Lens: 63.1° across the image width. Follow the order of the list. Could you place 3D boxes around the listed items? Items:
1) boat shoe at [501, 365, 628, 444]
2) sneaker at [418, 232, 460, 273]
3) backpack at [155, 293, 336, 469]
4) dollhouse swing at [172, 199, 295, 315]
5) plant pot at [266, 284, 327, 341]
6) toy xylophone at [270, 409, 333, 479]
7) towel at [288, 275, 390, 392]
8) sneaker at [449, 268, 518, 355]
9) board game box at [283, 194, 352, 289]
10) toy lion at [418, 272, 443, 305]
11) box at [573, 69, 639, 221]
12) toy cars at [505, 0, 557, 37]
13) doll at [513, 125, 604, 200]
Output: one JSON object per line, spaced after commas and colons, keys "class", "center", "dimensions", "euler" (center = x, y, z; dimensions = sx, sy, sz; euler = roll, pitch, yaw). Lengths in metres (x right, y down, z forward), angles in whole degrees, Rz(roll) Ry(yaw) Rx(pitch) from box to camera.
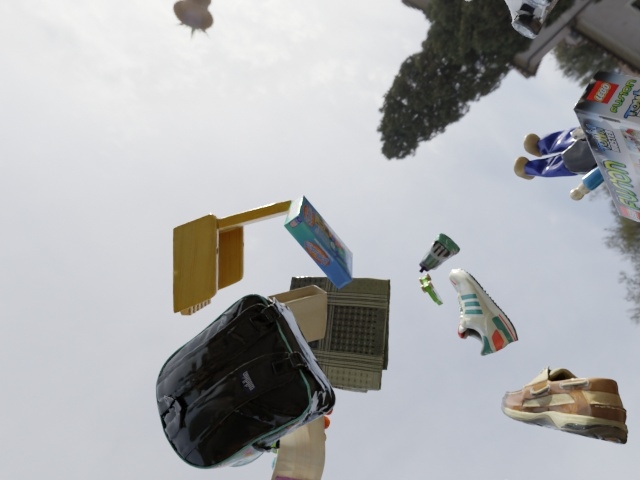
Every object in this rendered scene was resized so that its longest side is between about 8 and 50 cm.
{"class": "boat shoe", "center": [0.474, 0.312, 1.023], "dimensions": [0.122, 0.324, 0.120], "euler": [14, -104, -10]}
{"class": "sneaker", "center": [0.351, 0.041, 1.576], "dimensions": [0.083, 0.098, 0.223], "euler": [47, -156, 16]}
{"class": "backpack", "center": [-0.093, 0.177, 0.625], "dimensions": [0.188, 0.144, 0.166], "euler": [-34, -115, 3]}
{"class": "dollhouse swing", "center": [-0.218, 0.043, 1.490], "dimensions": [0.305, 0.347, 0.315], "euler": [0, -88, 2]}
{"class": "plant pot", "center": [-0.042, 0.158, 1.084], "dimensions": [0.109, 0.109, 0.096], "euler": [-12, -84, -14]}
{"class": "toy xylophone", "center": [-0.084, 0.459, 1.313], "dimensions": [0.236, 0.081, 0.323], "euler": [18, -152, -2]}
{"class": "towel", "center": [0.042, 0.256, 1.465], "dimensions": [0.056, 0.324, 0.312], "euler": [33, -119, -60]}
{"class": "sneaker", "center": [0.241, 0.115, 0.842], "dimensions": [0.075, 0.057, 0.161], "euler": [-34, -130, 1]}
{"class": "board game box", "center": [0.000, 0.000, 1.290], "dimensions": [0.210, 0.047, 0.160], "euler": [50, -163, -15]}
{"class": "toy lion", "center": [0.318, 0.147, 1.473], "dimensions": [0.096, 0.034, 0.100], "euler": [55, -166, -9]}
{"class": "box", "center": [0.287, -0.053, 0.418], "dimensions": [0.114, 0.036, 0.207], "euler": [34, -177, 42]}
{"class": "toy cars", "center": [0.294, -0.366, 0.637], "dimensions": [0.087, 0.176, 0.394], "euler": [35, -129, 11]}
{"class": "doll", "center": [0.321, -0.106, 0.623], "dimensions": [0.046, 0.189, 0.129], "euler": [30, -102, -21]}
